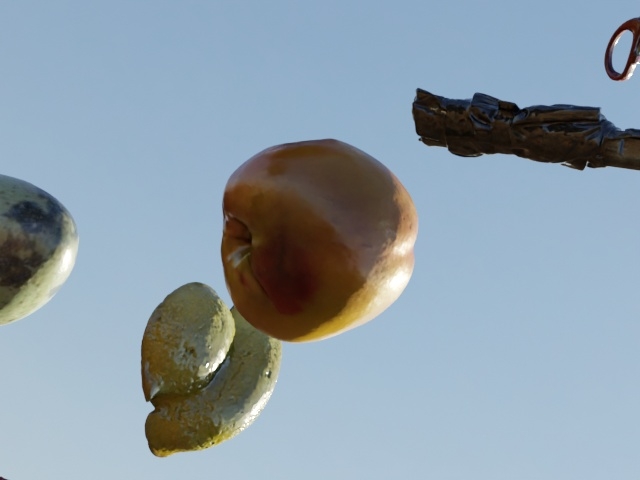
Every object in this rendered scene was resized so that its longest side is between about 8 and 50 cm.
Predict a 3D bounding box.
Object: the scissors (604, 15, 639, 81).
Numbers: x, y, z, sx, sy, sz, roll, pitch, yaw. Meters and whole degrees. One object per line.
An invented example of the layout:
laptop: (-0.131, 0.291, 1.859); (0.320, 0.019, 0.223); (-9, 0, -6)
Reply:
scissors: (0.409, -0.305, 2.342); (0.144, 0.248, 0.017); (14, 11, 43)

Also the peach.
peach: (0.000, 0.000, 1.336); (0.138, 0.138, 0.138); (33, -19, 13)

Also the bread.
bread: (-0.086, 0.100, 1.720); (0.065, 0.187, 0.149); (10, -56, 37)

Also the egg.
egg: (-0.297, 0.007, 1.788); (0.181, 0.141, 0.141); (-11, -48, 38)

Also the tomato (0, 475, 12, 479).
tomato: (-0.307, 0.289, 1.825); (0.228, 0.101, 0.228); (0, -19, 0)

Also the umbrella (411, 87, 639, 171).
umbrella: (0.195, -0.096, 1.771); (0.235, 0.059, 0.066); (10, -7, 23)
